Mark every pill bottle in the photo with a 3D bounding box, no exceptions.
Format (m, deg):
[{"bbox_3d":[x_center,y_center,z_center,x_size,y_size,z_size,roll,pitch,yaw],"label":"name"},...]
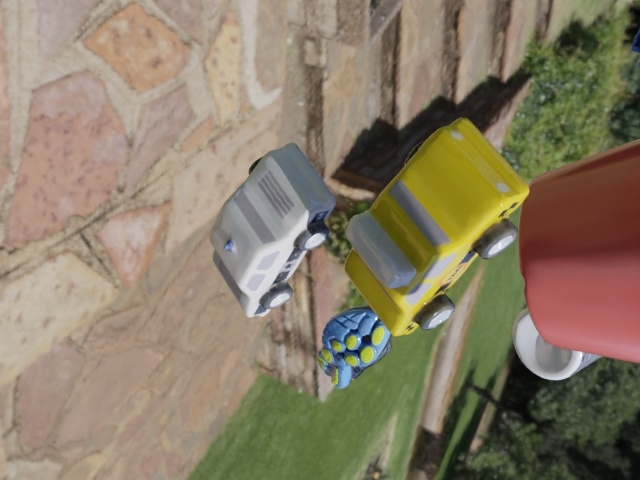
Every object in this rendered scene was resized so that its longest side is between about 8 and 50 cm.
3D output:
[{"bbox_3d":[0.448,0.139,1.355,0.245,0.130,0.131,-17,128,-41],"label":"pill bottle"}]

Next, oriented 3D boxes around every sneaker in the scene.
[{"bbox_3d":[0.045,0.111,0.906,0.078,0.067,0.188,-38,167,-23],"label":"sneaker"}]

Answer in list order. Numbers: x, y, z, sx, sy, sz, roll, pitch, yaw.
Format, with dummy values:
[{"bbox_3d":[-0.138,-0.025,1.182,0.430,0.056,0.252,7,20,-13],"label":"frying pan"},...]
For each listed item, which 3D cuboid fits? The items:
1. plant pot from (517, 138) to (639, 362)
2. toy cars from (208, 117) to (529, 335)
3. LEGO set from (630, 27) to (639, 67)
[{"bbox_3d":[0.352,0.011,0.813,0.274,0.243,0.275,11,76,-53],"label":"plant pot"},{"bbox_3d":[0.000,0.000,0.697,0.087,0.393,0.177,-14,99,-40],"label":"toy cars"},{"bbox_3d":[0.287,-0.166,0.579,0.227,0.087,0.093,-63,163,-13],"label":"LEGO set"}]
